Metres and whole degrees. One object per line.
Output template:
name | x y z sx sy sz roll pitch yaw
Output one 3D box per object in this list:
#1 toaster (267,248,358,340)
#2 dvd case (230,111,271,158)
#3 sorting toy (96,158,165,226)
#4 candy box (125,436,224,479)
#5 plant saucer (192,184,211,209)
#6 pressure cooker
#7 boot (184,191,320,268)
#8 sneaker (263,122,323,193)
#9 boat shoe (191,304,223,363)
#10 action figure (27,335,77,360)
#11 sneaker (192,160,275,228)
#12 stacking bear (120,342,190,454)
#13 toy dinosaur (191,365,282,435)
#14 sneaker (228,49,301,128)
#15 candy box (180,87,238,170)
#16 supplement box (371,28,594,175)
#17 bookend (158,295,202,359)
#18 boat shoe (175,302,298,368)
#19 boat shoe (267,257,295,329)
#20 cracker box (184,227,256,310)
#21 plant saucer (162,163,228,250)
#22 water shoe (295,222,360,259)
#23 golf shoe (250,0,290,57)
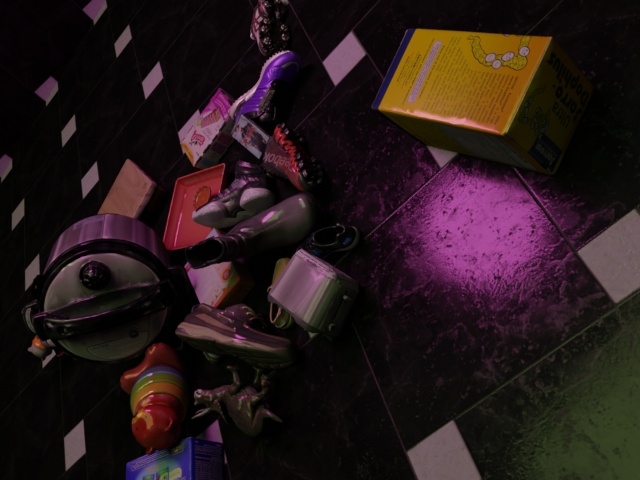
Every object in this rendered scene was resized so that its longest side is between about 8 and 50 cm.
toaster | -0.018 0.119 1.523 0.227 0.129 0.146 31 91 48
dvd case | -0.204 -0.306 1.929 0.119 0.013 0.087 42 131 11
sorting toy | -0.661 -0.122 2.322 0.257 0.089 0.255 37 99 47
candy box | -0.357 0.676 1.607 0.268 0.122 0.317 -29 51 32
plant saucer | -0.358 -0.128 2.001 0.084 0.013 0.083 -22 57 39
pressure cooker | -0.602 0.141 1.858 0.369 0.376 0.420 -55 23 6
boot | -0.172 -0.007 1.654 0.338 0.223 0.118 -30 82 40
sneaker | -0.082 -0.194 1.759 0.135 0.098 0.276 -48 42 18
boat shoe | -0.316 0.257 1.800 0.183 0.066 0.066 62 143 38
action figure | -0.934 0.267 2.359 0.341 0.178 0.330 18 76 46
sneaker | -0.246 -0.134 1.888 0.269 0.101 0.153 -17 56 25
stacking bear | -0.415 0.422 1.689 0.175 0.164 0.289 -46 22 6
toy dinosaur | -0.168 0.395 1.577 0.314 0.121 0.160 15 95 43
sneaker | -0.142 -0.412 1.932 0.293 0.102 0.146 -45 52 28
candy box | -0.341 -0.352 2.118 0.233 0.071 0.159 -52 44 15
supplement box | 0.315 -0.286 1.323 0.357 0.194 0.195 26 91 48
bookend | -0.407 0.258 1.893 0.156 0.072 0.157 -19 58 40
boat shoe | -0.204 0.220 1.640 0.356 0.132 0.130 8 62 30
boat shoe | -0.099 0.123 1.642 0.068 0.072 0.189 -28 53 34
cracker box | -0.284 0.096 1.850 0.155 0.067 0.232 -50 45 16
plant saucer | -0.383 -0.092 2.055 0.259 0.048 0.258 -10 64 43
water shoe | 0.000 0.000 1.594 0.203 0.080 0.072 -22 56 37
golf shoe | -0.166 -0.656 2.082 0.120 0.105 0.272 -45 37 44
